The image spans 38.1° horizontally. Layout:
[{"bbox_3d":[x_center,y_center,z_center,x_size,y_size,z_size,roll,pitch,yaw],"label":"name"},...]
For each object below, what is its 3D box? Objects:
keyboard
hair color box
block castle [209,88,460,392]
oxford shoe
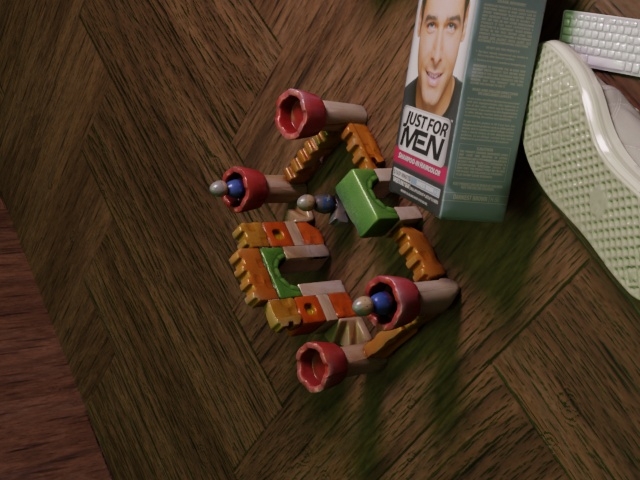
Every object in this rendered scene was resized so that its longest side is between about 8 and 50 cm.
[{"bbox_3d":[0.418,-0.251,1.211,0.256,0.014,0.072,25,112,47],"label":"keyboard"},{"bbox_3d":[0.210,-0.231,1.344,0.185,0.113,0.374,-141,57,-65],"label":"hair color box"},{"bbox_3d":[0.000,0.000,1.574,0.303,0.213,0.453,-47,58,41],"label":"block castle"},{"bbox_3d":[0.381,-0.096,1.191,0.169,0.130,0.449,103,155,-43],"label":"oxford shoe"}]
